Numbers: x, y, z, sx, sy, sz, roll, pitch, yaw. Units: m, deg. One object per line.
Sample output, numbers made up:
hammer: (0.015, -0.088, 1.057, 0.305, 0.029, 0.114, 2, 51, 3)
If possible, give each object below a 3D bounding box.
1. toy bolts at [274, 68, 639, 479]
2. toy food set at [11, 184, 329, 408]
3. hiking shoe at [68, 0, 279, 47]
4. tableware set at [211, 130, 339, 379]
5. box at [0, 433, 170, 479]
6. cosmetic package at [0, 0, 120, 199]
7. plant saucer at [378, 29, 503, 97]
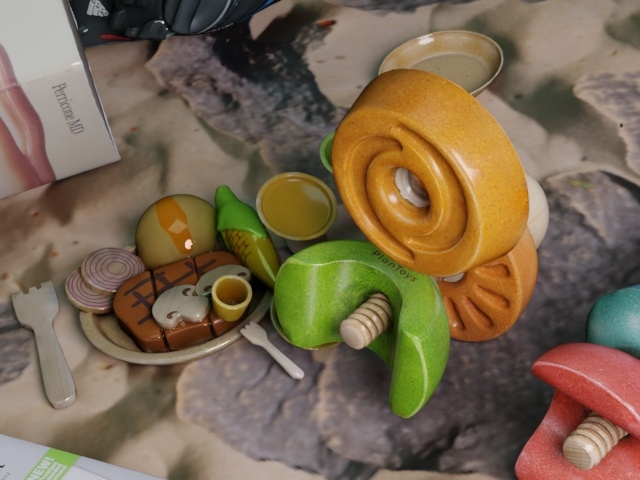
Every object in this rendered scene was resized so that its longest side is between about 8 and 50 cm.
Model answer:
toy bolts: (0.118, 0.005, 0.815, 0.228, 0.218, 0.158, 35, 52, 23)
toy food set: (-0.086, 0.021, 0.972, 0.192, 0.038, 0.132, -21, 39, -7)
hiking shoe: (-0.152, -0.187, 1.222, 0.304, 0.113, 0.132, 10, 14, 38)
tableware set: (0.000, 0.000, 0.947, 0.104, 0.024, 0.154, 40, 60, 16)
box: (-0.123, 0.173, 0.802, 0.186, 0.038, 0.145, 10, 45, 30)
cosmetic package: (-0.294, -0.085, 1.057, 0.296, 0.153, 0.129, -20, 68, -3)
plant saucer: (0.080, -0.110, 1.095, 0.083, 0.015, 0.083, -9, 39, 7)
